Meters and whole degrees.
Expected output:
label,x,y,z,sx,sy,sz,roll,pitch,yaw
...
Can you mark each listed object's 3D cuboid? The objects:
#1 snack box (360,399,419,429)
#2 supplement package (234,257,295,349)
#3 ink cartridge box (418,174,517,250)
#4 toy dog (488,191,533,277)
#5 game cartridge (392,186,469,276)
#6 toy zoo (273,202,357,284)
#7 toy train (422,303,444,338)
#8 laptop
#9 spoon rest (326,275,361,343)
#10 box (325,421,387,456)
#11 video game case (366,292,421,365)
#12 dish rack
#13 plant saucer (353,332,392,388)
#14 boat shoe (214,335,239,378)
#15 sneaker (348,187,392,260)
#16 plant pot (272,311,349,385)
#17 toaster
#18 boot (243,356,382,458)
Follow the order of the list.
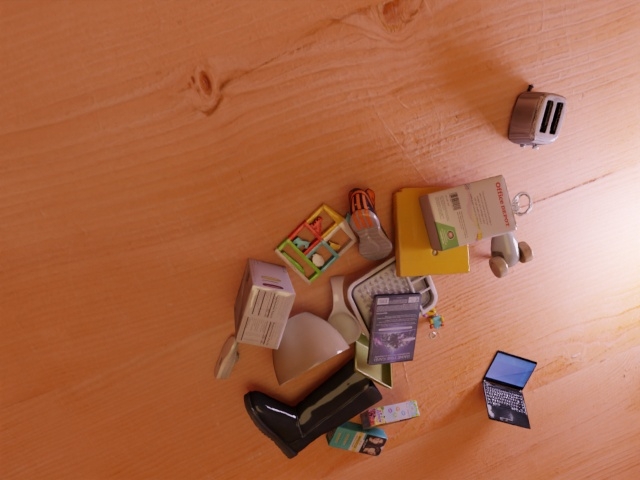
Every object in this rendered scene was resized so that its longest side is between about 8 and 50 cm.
label,x,y,z,sx,sy,sz,roll,pitch,yaw
snack box,0.281,0.717,1.850,0.206,0.175,0.070,-7,64,-10
supplement package,-0.197,0.207,1.534,0.145,0.262,0.204,15,103,-16
ink cartridge box,0.514,-0.096,1.583,0.277,0.117,0.202,-15,91,-4
toy dog,0.684,-0.027,1.742,0.219,0.161,0.334,-3,93,-8
game cartridge,0.408,-0.033,1.662,0.285,0.052,0.324,-2,88,-14
toy zoo,0.000,0.000,1.638,0.293,0.030,0.192,-44,110,3
toy train,0.420,0.317,1.823,0.166,0.046,0.125,39,97,-17
laptop,0.846,0.653,1.969,0.234,0.265,0.137,19,138,-17
spoon rest,0.077,0.275,1.705,0.137,0.084,0.277,-7,107,8
box,0.154,0.839,1.915,0.244,0.060,0.101,20,102,-17
video game case,0.279,0.333,1.702,0.195,0.026,0.275,0,103,-21
dish rack,0.266,0.202,1.716,0.332,0.072,0.286,-31,112,-13
plant saucer,0.195,0.472,1.762,0.188,0.189,0.045,33,124,-19
boat shoe,-0.338,0.443,1.685,0.063,0.066,0.184,17,100,-31
sneaker,0.178,-0.070,1.610,0.124,0.180,0.321,-9,144,10
plant pot,-0.061,0.372,1.638,0.284,0.284,0.191,-27,76,-3
toaster,0.779,-0.444,1.612,0.129,0.146,0.227,6,105,-15
boot,-0.023,0.608,1.757,0.445,0.146,0.367,-33,119,2
